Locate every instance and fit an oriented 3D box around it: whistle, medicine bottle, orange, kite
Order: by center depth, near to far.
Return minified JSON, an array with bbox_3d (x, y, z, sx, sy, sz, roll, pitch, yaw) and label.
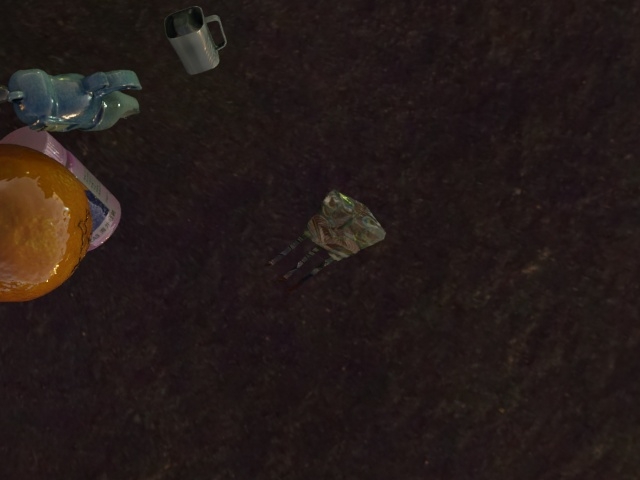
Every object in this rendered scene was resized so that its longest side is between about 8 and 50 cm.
[{"bbox_3d":[-0.477,-0.027,1.049,0.246,0.246,0.246,-9,109,-26],"label":"orange"},{"bbox_3d":[-0.385,-0.218,1.086,0.180,0.269,0.093,-21,91,22],"label":"whistle"},{"bbox_3d":[-0.001,0.002,1.150,0.229,0.127,0.016,-35,158,-29],"label":"kite"},{"bbox_3d":[-0.620,-0.115,1.614,0.178,0.178,0.291,-45,143,-10],"label":"medicine bottle"}]

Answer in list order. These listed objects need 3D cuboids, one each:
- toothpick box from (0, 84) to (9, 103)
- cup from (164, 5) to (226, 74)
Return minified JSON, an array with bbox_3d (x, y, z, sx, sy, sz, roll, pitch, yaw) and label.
[{"bbox_3d":[-0.791,-0.287,1.364,0.316,0.229,0.229,-13,112,-4],"label":"toothpick box"},{"bbox_3d":[-0.289,-0.480,1.632,0.128,0.095,0.129,-18,147,3],"label":"cup"}]
